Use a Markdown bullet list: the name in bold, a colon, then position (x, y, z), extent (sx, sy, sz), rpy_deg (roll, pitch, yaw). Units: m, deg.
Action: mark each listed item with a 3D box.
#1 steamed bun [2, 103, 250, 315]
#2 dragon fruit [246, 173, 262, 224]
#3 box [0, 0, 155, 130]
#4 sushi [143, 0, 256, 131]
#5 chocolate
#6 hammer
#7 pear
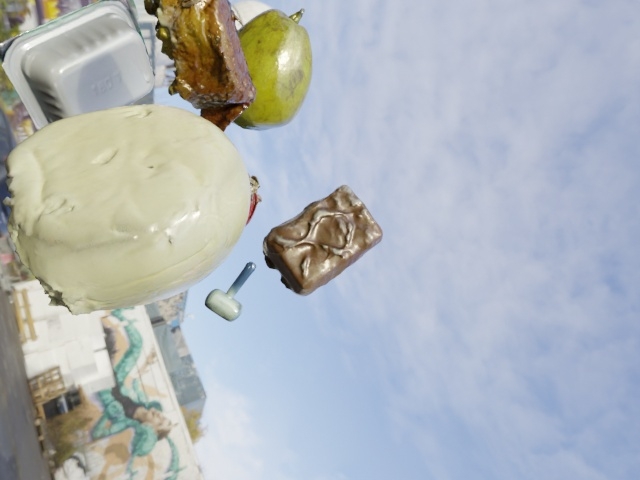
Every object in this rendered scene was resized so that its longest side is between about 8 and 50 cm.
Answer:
- **steamed bun**: position (-0.257, -0.037, 0.730), extent (0.232, 0.312, 0.333), rpy_deg (91, -19, -45)
- **dragon fruit**: position (-0.380, -0.130, 1.864), extent (0.343, 0.278, 0.277), rpy_deg (-18, -93, 46)
- **box**: position (-0.520, -0.388, 1.176), extent (0.106, 0.336, 0.264), rpy_deg (30, -32, 24)
- **sushi**: position (-0.218, -0.330, 0.893), extent (0.296, 0.179, 0.166), rpy_deg (73, 16, -57)
- **chocolate**: position (0.000, 0.000, 0.967), extent (0.148, 0.214, 0.093), rpy_deg (52, -13, 7)
- **hammer**: position (-0.256, 0.146, 1.527), extent (0.116, 0.193, 0.069), rpy_deg (36, 2, -8)
- **pear**: position (-0.151, -0.474, 1.398), extent (0.375, 0.288, 0.287), rpy_deg (-53, -128, 23)
